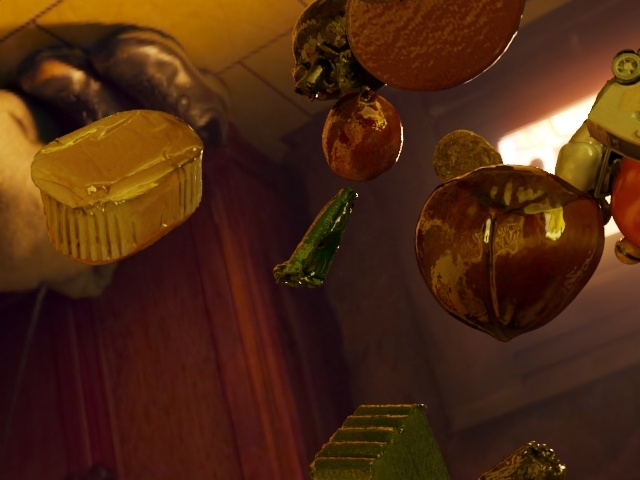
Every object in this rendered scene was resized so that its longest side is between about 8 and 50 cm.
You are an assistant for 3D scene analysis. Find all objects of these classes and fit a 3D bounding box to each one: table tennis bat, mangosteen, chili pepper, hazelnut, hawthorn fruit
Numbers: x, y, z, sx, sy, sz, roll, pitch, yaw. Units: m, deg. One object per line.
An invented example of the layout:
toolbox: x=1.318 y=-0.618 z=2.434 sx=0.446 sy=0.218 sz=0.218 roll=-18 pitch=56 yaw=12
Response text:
table tennis bat: x=0.232 y=-0.412 z=1.569 sx=0.414 sy=0.268 sz=0.051 roll=-33 pitch=-170 yaw=11
mangosteen: x=0.041 y=-0.373 z=1.949 sx=0.231 sy=0.289 sz=0.231 roll=11 pitch=132 yaw=13
chili pepper: x=0.002 y=0.002 z=1.723 sx=0.216 sy=0.062 sz=0.108 roll=-54 pitch=152 yaw=0
hazelnut: x=0.227 y=0.015 z=1.185 sx=0.229 sy=0.229 sz=0.229 roll=-12 pitch=154 yaw=-6
hawthorn fruit: x=0.084 y=-0.211 z=1.870 sx=0.169 sy=0.169 sz=0.188 roll=-6 pitch=135 yaw=-18

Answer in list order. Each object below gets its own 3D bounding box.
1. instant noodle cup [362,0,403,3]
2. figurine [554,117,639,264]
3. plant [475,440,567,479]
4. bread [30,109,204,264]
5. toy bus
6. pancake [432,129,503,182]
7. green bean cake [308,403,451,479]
instant noodle cup: x=0.102 y=-0.470 z=1.336 sx=0.207 sy=0.217 sz=0.217 roll=-51 pitch=176 yaw=-36
figurine: x=0.566 y=-0.092 z=1.641 sx=0.196 sy=0.323 sz=0.320 roll=-13 pitch=120 yaw=-39
plant: x=0.408 y=0.545 z=2.005 sx=0.142 sy=0.164 sz=0.256 roll=14 pitch=110 yaw=-26
bread: x=-0.328 y=-0.083 z=1.576 sx=0.288 sy=0.204 sz=0.156 roll=-41 pitch=152 yaw=-39
toy bus: x=0.506 y=-0.258 z=1.299 sx=0.342 sy=0.138 sz=0.097 roll=-52 pitch=155 yaw=1
pancake: x=0.271 y=-0.141 z=1.759 sx=0.139 sy=0.139 sz=0.022 roll=-43 pitch=-178 yaw=44
green bean cake: x=0.112 y=0.437 z=1.676 sx=0.156 sy=0.250 sz=0.247 roll=-10 pitch=-161 yaw=34
